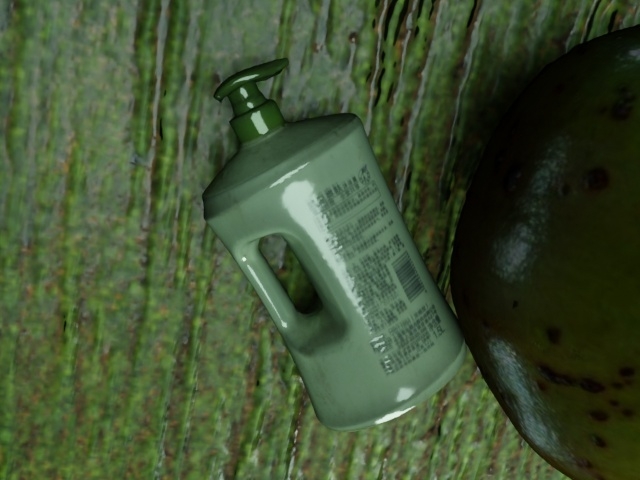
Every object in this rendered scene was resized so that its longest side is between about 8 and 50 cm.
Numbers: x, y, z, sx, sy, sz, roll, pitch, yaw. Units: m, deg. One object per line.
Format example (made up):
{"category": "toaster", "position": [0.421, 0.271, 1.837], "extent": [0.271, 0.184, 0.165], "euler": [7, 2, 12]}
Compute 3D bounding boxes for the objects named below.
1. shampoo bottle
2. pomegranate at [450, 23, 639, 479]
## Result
{"category": "shampoo bottle", "position": [0.000, 0.000, 0.447], "extent": [0.118, 0.087, 0.234], "euler": [-29, 107, -2]}
{"category": "pomegranate", "position": [0.231, 0.008, 0.374], "extent": [0.291, 0.323, 0.291], "euler": [2, 84, -23]}
